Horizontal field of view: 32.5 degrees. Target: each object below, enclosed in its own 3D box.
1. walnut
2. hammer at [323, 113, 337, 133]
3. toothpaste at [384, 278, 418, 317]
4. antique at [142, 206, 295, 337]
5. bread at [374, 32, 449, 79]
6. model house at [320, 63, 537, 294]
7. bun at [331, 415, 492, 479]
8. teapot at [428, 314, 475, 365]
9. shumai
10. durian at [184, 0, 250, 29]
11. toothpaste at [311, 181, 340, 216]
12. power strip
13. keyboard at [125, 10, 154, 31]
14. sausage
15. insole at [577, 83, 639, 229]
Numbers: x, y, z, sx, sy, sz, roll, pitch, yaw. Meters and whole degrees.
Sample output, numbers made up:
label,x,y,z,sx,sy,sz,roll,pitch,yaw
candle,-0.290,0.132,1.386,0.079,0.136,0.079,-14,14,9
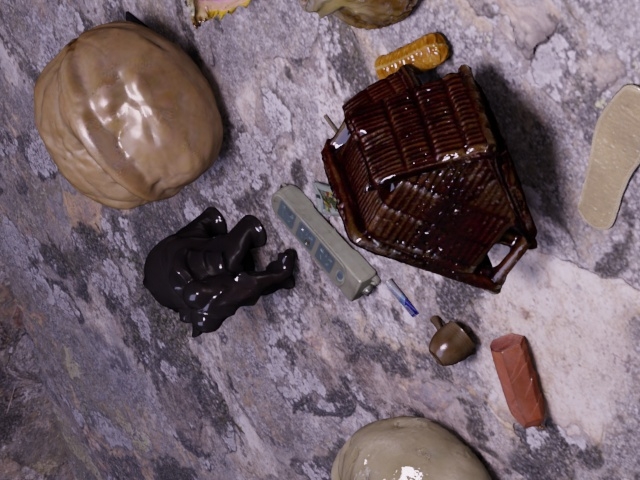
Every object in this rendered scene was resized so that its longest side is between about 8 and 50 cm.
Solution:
label,x,y,z,sx,sy,sz,roll,pitch,yaw
walnut,-0.380,-0.246,2.168,0.381,0.381,0.381,33,139,34
hammer,0.039,-0.180,1.941,0.110,0.019,0.035,57,148,14
toothpaste,0.149,0.106,2.022,0.083,0.015,0.024,51,146,3
antique,-0.227,0.068,2.280,0.322,0.255,0.185,16,126,44
bread,0.139,-0.279,1.695,0.157,0.044,0.052,-14,98,56
model house,0.185,-0.132,1.644,0.317,0.297,0.282,-102,26,-45
bun,0.186,0.505,2.098,0.362,0.234,0.326,46,140,9
teapot,0.223,0.176,1.933,0.110,0.080,0.085,38,165,52
shumai,0.037,-0.389,1.657,0.209,0.153,0.161,31,131,42
durian,-0.191,-0.534,1.853,0.195,0.186,0.305,-138,36,-58
toothpaste,0.065,-0.063,1.982,0.255,0.037,0.067,15,128,52
power strip,0.002,-0.002,2.105,0.286,0.048,0.080,50,145,17
keyboard,-0.358,-0.421,2.285,0.155,0.010,0.053,39,144,28
sausage,0.334,0.242,1.838,0.065,0.065,0.169,5,120,52
insole,0.401,-0.111,1.506,0.081,0.011,0.248,38,142,29
